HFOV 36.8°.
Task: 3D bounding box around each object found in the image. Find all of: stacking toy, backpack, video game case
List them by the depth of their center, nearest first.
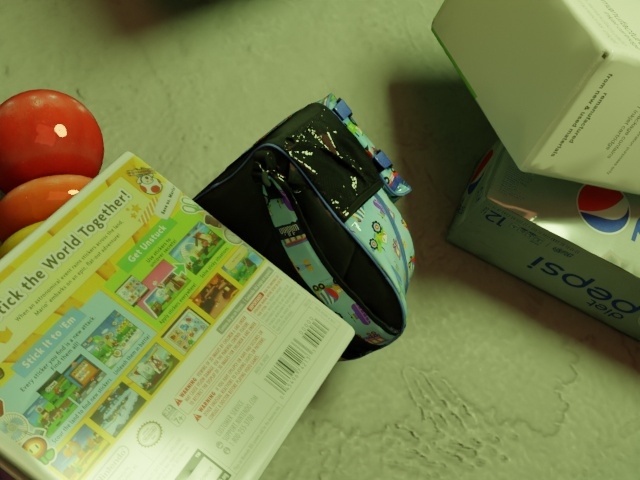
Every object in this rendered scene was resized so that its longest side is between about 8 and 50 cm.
[{"bbox_3d":[-0.109,0.069,0.603,0.206,0.026,0.227,38,47,0],"label":"video game case"},{"bbox_3d":[-0.172,0.037,0.681,0.141,0.141,0.330,-8,67,-17],"label":"stacking toy"},{"bbox_3d":[0.000,0.000,0.724,0.173,0.158,0.117,49,48,-8],"label":"backpack"}]

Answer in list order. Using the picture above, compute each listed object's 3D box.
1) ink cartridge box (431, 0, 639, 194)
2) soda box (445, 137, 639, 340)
[{"bbox_3d":[0.256,-0.135,0.783,0.272,0.115,0.198,8,40,-29],"label":"ink cartridge box"},{"bbox_3d":[0.258,0.012,0.811,0.286,0.098,0.091,27,65,-3],"label":"soda box"}]
